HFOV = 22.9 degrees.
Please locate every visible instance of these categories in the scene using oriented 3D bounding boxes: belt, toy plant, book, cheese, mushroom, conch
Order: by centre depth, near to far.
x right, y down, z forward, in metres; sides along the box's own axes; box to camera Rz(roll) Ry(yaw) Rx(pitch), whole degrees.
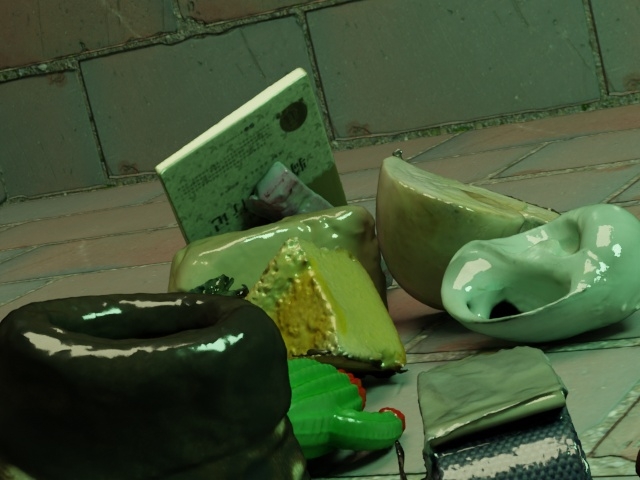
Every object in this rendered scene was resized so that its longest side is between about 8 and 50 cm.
[{"bbox_3d":[0.117,0.157,1.106,0.126,0.139,0.230,-12,12,3],"label":"belt"},{"bbox_3d":[-0.003,0.154,1.416,0.240,0.088,0.155,9,5,-45],"label":"toy plant"},{"bbox_3d":[0.236,0.044,1.627,0.221,0.121,0.185,-17,8,22],"label":"conch"},{"bbox_3d":[0.151,0.019,1.774,0.236,0.162,0.173,19,16,12],"label":"mushroom"},{"bbox_3d":[-0.052,0.057,1.843,0.263,0.159,0.093,-14,3,-15],"label":"cheese"},{"bbox_3d":[-0.068,-0.039,1.917,0.217,0.310,0.021,-37,49,-16],"label":"book"}]

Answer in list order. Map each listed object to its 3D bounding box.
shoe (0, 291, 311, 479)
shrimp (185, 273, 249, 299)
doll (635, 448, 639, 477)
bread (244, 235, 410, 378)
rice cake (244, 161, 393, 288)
[{"bbox_3d":[-0.203,0.166,1.196,0.384,0.237,0.171,-14,10,-6],"label":"shoe"},{"bbox_3d":[-0.244,0.156,1.661,0.445,0.085,0.272,-35,20,-36],"label":"shrimp"},{"bbox_3d":[0.372,0.078,1.007,0.318,0.209,0.340,-6,9,20],"label":"doll"},{"bbox_3d":[-0.003,0.109,1.624,0.140,0.169,0.160,19,21,-49],"label":"bread"},{"bbox_3d":[0.001,-0.002,1.956,0.081,0.290,0.051,-38,51,6],"label":"rice cake"}]
